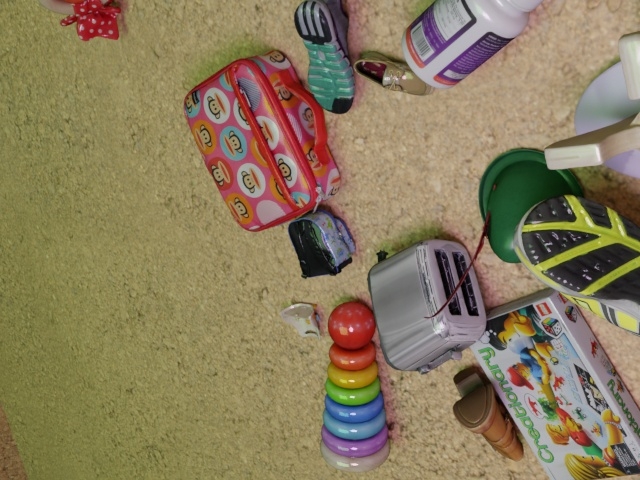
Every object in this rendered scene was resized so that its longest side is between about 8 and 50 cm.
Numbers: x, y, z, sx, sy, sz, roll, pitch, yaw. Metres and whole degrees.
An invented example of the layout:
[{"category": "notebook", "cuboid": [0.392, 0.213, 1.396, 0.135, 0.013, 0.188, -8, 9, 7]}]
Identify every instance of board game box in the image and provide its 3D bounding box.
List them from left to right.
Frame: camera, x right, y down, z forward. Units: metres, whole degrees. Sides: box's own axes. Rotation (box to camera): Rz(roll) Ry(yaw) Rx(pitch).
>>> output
[{"category": "board game box", "cuboid": [0.373, 0.233, 1.257, 0.193, 0.053, 0.305, -31, 90, 49]}]

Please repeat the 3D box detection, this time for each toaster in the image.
[{"category": "toaster", "cuboid": [0.170, 0.093, 1.291, 0.146, 0.129, 0.227, -35, 57, 44]}]

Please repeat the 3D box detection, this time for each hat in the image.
[{"category": "hat", "cuboid": [0.258, -0.002, 1.129, 0.173, 0.183, 0.208, 12, 121, 39]}]

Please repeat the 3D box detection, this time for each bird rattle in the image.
[{"category": "bird rattle", "cuboid": [-0.445, -0.487, 1.512, 0.253, 0.207, 0.143, -26, 76, 39]}]

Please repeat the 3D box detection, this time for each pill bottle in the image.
[{"category": "pill bottle", "cuboid": [0.206, -0.295, 1.063, 0.108, 0.108, 0.193, 57, 138, 2]}]

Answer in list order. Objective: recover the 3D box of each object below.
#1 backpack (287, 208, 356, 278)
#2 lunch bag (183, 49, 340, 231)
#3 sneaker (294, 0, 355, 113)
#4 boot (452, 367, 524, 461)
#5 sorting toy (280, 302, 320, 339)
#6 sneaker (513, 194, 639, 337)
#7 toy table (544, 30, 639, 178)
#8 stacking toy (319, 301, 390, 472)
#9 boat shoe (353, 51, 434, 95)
[{"category": "backpack", "cuboid": [0.000, 0.000, 1.450, 0.105, 0.084, 0.114, -10, 110, 47]}, {"category": "lunch bag", "cuboid": [-0.091, -0.177, 1.416, 0.258, 0.120, 0.293, -20, 98, 43]}, {"category": "sneaker", "cuboid": [0.027, -0.303, 1.266, 0.083, 0.098, 0.223, 17, 149, 22]}, {"category": "boot", "cuboid": [0.283, 0.303, 1.308, 0.073, 0.197, 0.152, -31, 98, 13]}, {"category": "sorting toy", "cuboid": [-0.029, 0.167, 1.611, 0.083, 0.045, 0.075, 4, 123, 42]}, {"category": "sneaker", "cuboid": [0.429, 0.058, 1.040, 0.385, 0.145, 0.147, 33, 180, 1]}, {"category": "toy table", "cuboid": [0.407, -0.129, 0.934, 0.274, 0.161, 0.252, -18, 100, 46]}, {"category": "stacking toy", "cuboid": [0.067, 0.271, 1.527, 0.141, 0.141, 0.330, 17, 118, 36]}, {"category": "boat shoe", "cuboid": [0.110, -0.250, 1.227, 0.135, 0.045, 0.050, 25, 129, 31]}]
